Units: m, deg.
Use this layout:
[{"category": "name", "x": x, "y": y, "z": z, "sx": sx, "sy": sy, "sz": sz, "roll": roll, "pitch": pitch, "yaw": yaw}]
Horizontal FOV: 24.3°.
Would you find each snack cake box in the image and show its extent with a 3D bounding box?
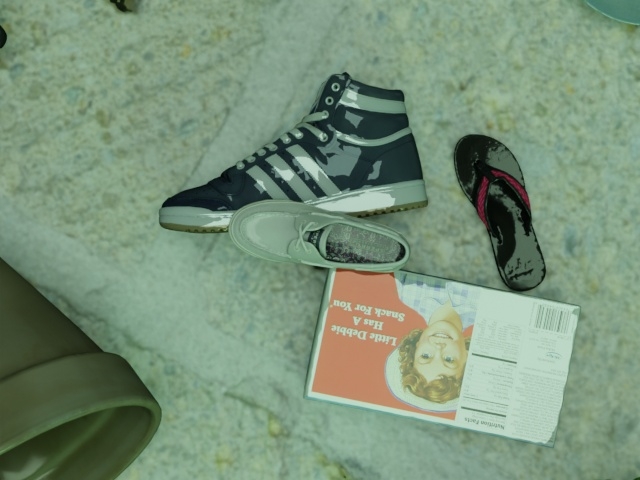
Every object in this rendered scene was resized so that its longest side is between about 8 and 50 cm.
[{"category": "snack cake box", "x": 0.125, "y": 0.115, "z": 1.551, "sx": 0.264, "sy": 0.089, "sz": 0.152, "roll": 12, "pitch": 89, "yaw": 0}]

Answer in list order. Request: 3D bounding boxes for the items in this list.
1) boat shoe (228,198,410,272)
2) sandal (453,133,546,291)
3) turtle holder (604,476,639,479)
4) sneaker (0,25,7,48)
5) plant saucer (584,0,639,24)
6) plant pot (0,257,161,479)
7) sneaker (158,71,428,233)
[{"category": "boat shoe", "x": 0.000, "y": 0.000, "z": 1.475, "sx": 0.184, "sy": 0.063, "sz": 0.066, "roll": 16, "pitch": 88, "yaw": -4}, {"category": "sandal", "x": 0.196, "y": -0.033, "z": 1.579, "sx": 0.067, "sy": 0.040, "sz": 0.179, "roll": -21, "pitch": 88, "yaw": -1}, {"category": "turtle holder", "x": 0.255, "y": 0.393, "z": 1.450, "sx": 0.320, "sy": 0.243, "sz": 0.227, "roll": -28, "pitch": 82, "yaw": -27}, {"category": "sneaker", "x": -0.413, "y": -0.335, "z": 1.563, "sx": 0.147, "sy": 0.130, "sz": 0.330, "roll": -16, "pitch": 91, "yaw": -15}, {"category": "plant saucer", "x": 0.346, "y": -0.324, "z": 1.591, "sx": 0.195, "sy": 0.037, "sz": 0.194, "roll": 0, "pitch": 88, "yaw": 1}, {"category": "plant pot", "x": -0.367, "y": 0.145, "z": 1.464, "sx": 0.323, "sy": 0.323, "sz": 0.280, "roll": -36, "pitch": 73, "yaw": -1}, {"category": "sneaker", "x": -0.035, "y": -0.091, "z": 1.551, "sx": 0.282, "sy": 0.099, "sz": 0.153, "roll": -7, "pitch": 93, "yaw": -7}]
